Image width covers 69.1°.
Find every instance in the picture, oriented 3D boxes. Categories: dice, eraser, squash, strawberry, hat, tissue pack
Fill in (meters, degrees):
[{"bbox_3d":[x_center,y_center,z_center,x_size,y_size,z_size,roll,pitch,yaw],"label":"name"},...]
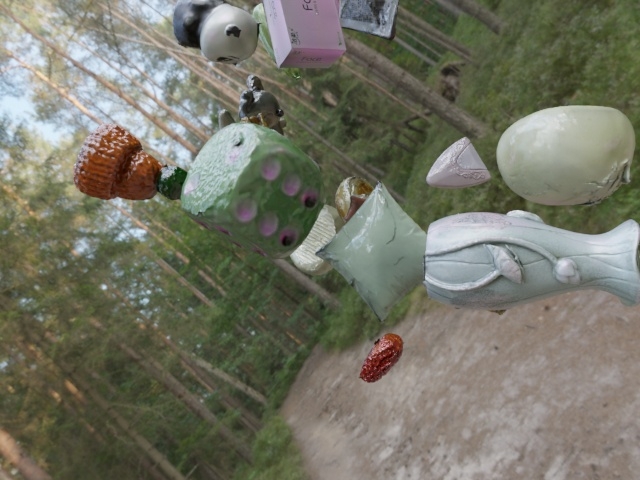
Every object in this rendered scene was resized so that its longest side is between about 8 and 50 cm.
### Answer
[{"bbox_3d":[-0.199,-0.146,1.409,0.330,0.322,0.318,15,74,51],"label":"dice"},{"bbox_3d":[0.543,-0.290,1.883,0.243,0.204,0.059,-26,-11,-8],"label":"eraser"},{"bbox_3d":[-0.178,-0.824,1.953,0.118,0.371,0.118,-27,-4,-2],"label":"squash"},{"bbox_3d":[0.198,0.375,1.442,0.121,0.082,0.188,13,-70,-49],"label":"strawberry"},{"bbox_3d":[-0.703,-0.253,1.787,0.285,0.400,0.285,-53,22,33],"label":"hat"},{"bbox_3d":[-0.044,-0.526,1.053,0.148,0.246,0.092,-12,-4,-29],"label":"tissue pack"}]

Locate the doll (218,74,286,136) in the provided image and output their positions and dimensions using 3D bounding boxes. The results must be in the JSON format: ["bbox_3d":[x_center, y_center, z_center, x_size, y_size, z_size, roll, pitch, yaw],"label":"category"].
[{"bbox_3d":[-0.346,-0.568,2.243,0.378,0.382,0.252,-13,34,12],"label":"doll"}]

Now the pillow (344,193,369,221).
[{"bbox_3d":[0.190,-0.117,1.860,0.179,0.171,0.075,104,-178,-56],"label":"pillow"}]

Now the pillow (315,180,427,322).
[{"bbox_3d":[0.180,0.040,1.389,0.310,0.312,0.119,-48,-9,23],"label":"pillow"}]

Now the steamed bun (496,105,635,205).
[{"bbox_3d":[0.653,-0.211,1.276,0.334,0.311,0.233,65,-153,-76],"label":"steamed bun"}]

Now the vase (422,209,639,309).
[{"bbox_3d":[0.465,0.048,1.048,0.250,0.445,0.250,0,-90,-68],"label":"vase"}]

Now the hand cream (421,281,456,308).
[{"bbox_3d":[0.358,0.101,1.563,0.121,0.336,0.076,-26,-42,-18],"label":"hand cream"}]

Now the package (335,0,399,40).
[{"bbox_3d":[0.110,-0.590,1.136,0.030,0.239,0.154,-18,-52,-37],"label":"package"}]

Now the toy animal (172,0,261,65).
[{"bbox_3d":[-0.381,-0.793,1.749,0.251,0.310,0.251,-53,-23,-34],"label":"toy animal"}]

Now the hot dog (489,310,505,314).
[{"bbox_3d":[0.502,0.122,1.270,0.045,0.071,0.165,21,90,64],"label":"hot dog"}]

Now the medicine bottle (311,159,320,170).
[{"bbox_3d":[-0.120,-0.302,2.112,0.215,0.135,0.135,-6,-38,-37],"label":"medicine bottle"}]

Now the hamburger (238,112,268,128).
[{"bbox_3d":[-0.286,-0.397,1.935,0.124,0.131,0.262,-21,-18,-21],"label":"hamburger"}]

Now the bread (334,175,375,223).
[{"bbox_3d":[0.186,-0.151,2.164,0.158,0.305,0.305,-31,5,37],"label":"bread"}]

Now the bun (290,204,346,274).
[{"bbox_3d":[0.000,0.000,2.349,0.360,0.359,0.211,-53,-35,8],"label":"bun"}]
